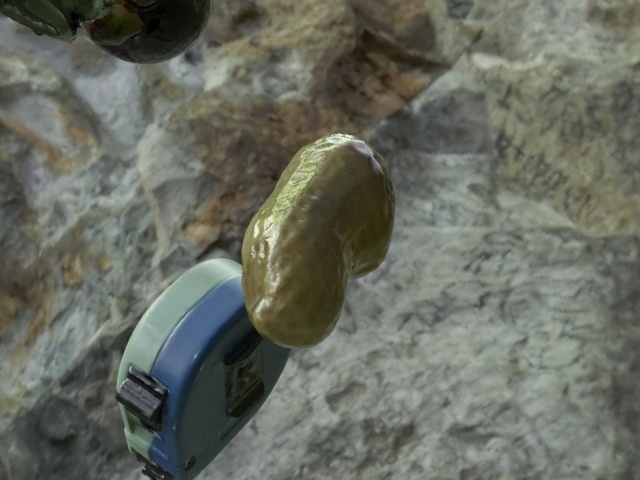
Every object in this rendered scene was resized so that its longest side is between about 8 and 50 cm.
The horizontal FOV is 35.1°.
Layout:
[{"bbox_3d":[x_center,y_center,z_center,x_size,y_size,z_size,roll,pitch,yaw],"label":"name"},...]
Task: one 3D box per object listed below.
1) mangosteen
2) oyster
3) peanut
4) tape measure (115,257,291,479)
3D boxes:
[{"bbox_3d":[-0.245,-0.338,1.364,0.210,0.210,0.209,14,-128,-18],"label":"mangosteen"},{"bbox_3d":[-0.296,-0.308,1.103,0.087,0.199,0.252,29,-161,15],"label":"oyster"},{"bbox_3d":[0.000,0.000,0.870,0.110,0.120,0.236,-5,-141,23],"label":"peanut"},{"bbox_3d":[-0.071,0.090,1.085,0.098,0.215,0.351,27,-127,23],"label":"tape measure"}]
